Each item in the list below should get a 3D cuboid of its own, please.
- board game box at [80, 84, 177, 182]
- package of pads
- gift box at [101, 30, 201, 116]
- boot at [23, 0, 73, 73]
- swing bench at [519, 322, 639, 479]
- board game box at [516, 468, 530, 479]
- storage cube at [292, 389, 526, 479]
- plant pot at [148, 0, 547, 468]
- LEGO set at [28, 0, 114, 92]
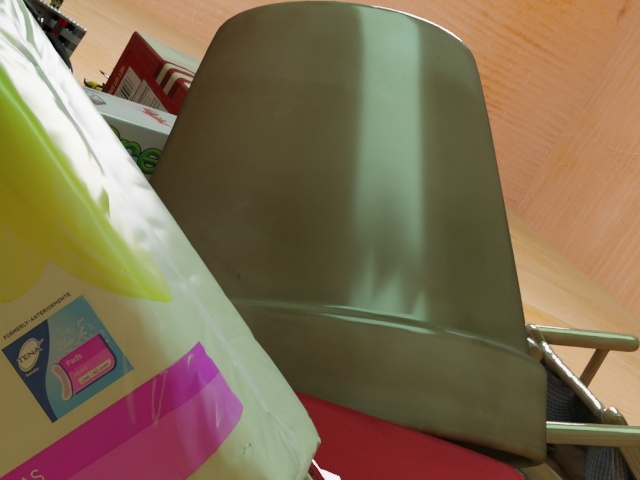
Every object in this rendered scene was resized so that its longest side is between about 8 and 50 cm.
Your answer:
[{"bbox_3d":[-0.123,-0.001,1.065,0.305,0.193,0.053,16,23,-31],"label":"board game box"},{"bbox_3d":[-0.176,0.038,0.589,0.296,0.229,0.101,57,14,-3],"label":"package of pads"},{"bbox_3d":[-0.092,-0.043,1.288,0.258,0.255,0.276,22,21,-33],"label":"gift box"},{"bbox_3d":[-0.332,-0.140,1.125,0.338,0.223,0.118,40,15,35],"label":"boot"},{"bbox_3d":[0.204,0.154,1.217,0.254,0.165,0.253,24,12,-18],"label":"swing bench"},{"bbox_3d":[0.160,0.214,1.385,0.160,0.047,0.210,32,12,3],"label":"board game box"},{"bbox_3d":[0.025,0.213,0.676,0.193,0.184,0.215,23,15,-33],"label":"storage cube"},{"bbox_3d":[0.000,0.000,0.917,0.323,0.280,0.323,5,-13,1],"label":"plant pot"},{"bbox_3d":[-0.319,-0.192,1.362,0.255,0.192,0.331,37,4,39],"label":"LEGO set"}]
